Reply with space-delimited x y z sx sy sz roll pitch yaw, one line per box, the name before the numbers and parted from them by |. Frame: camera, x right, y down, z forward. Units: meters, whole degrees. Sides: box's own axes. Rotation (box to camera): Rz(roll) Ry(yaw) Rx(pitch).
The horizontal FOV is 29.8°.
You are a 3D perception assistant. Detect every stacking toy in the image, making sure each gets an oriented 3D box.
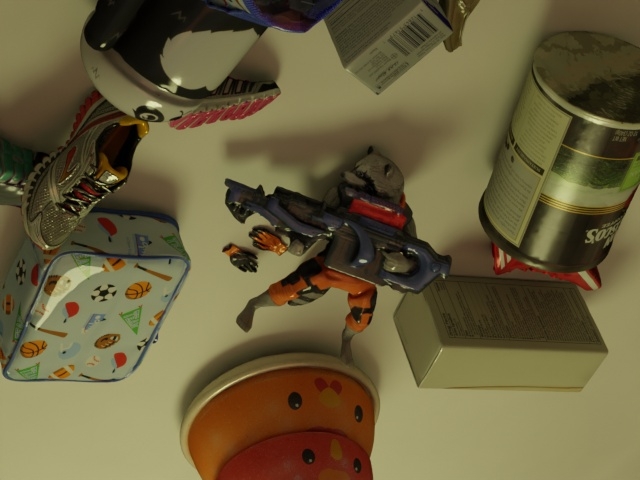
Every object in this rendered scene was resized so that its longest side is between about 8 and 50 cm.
stacking toy | -0.023 0.452 1.933 0.351 0.480 0.350 -10 137 -9

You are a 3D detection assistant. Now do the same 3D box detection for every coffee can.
coffee can | 0.352 -0.120 1.668 0.202 0.201 0.275 -2 135 -16

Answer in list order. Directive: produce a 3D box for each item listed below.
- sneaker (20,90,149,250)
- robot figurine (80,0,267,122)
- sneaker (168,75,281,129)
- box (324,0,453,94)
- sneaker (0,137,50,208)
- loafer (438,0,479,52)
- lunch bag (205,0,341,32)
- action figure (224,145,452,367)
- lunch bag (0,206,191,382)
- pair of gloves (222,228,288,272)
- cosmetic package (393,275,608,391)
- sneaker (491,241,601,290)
sneaker | -0.297 -0.085 1.509 0.088 0.093 0.225 26 97 -46
robot figurine | -0.154 -0.260 1.374 0.209 0.173 0.278 30 120 -28
sneaker | -0.128 -0.194 1.535 0.170 0.074 0.063 -16 169 -33
box | 0.077 -0.272 1.465 0.126 0.137 0.072 -38 135 21
sneaker | -0.431 -0.086 1.534 0.098 0.083 0.224 -37 135 27
loafer | 0.178 -0.303 1.526 0.050 0.056 0.148 -6 137 -4
lunch bag | -0.036 -0.392 1.077 0.239 0.328 0.385 7 104 -21
action figure | 0.000 0.000 1.746 0.341 0.178 0.330 27 115 -11
lunch bag | -0.326 0.086 1.718 0.243 0.115 0.303 3 135 -35
pair of gloves | -0.098 0.016 1.801 0.083 0.010 0.074 -33 135 17
cosmetic package | 0.294 0.153 1.965 0.309 0.160 0.113 4 134 -21
sneaker | 0.350 0.025 1.922 0.128 0.087 0.221 -30 125 25
